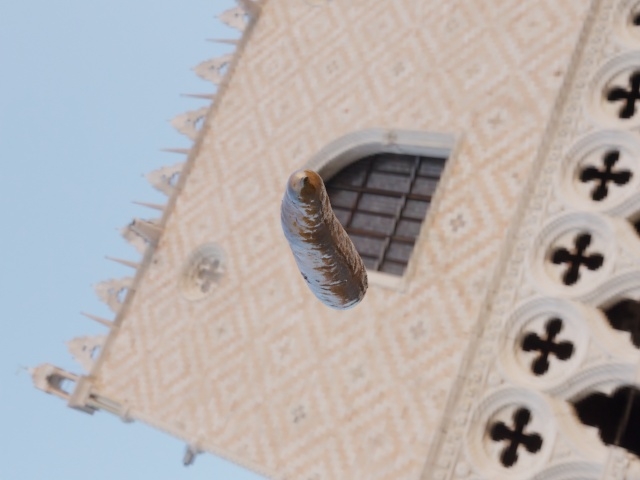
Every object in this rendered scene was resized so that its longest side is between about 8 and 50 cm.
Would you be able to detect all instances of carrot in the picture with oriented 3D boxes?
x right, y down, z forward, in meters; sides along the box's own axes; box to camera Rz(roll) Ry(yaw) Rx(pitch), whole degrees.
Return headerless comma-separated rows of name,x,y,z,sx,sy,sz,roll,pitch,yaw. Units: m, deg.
carrot,0.000,0.000,0.828,0.059,0.059,0.248,-63,-20,-17
